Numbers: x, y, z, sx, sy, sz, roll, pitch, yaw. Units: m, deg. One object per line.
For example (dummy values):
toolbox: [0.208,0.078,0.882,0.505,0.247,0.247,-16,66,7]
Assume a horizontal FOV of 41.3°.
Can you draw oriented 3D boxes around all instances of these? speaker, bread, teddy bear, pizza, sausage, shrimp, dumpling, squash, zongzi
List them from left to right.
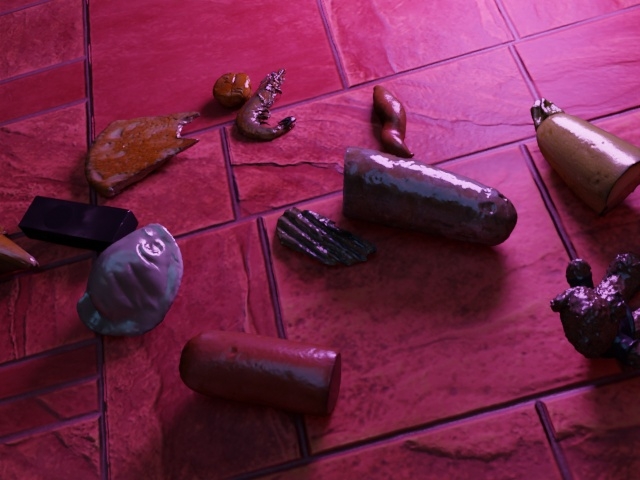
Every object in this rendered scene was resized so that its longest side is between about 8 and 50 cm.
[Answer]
zongzi: [-0.649,0.052,1.590,0.197,0.099,0.194,34,69,23]
speaker: [-0.465,-0.032,1.629,0.218,0.044,0.082,10,58,20]
dumpling: [-0.330,0.074,1.500,0.219,0.153,0.108,-49,15,-3]
pizza: [-0.359,-0.194,1.725,0.262,0.034,0.181,-25,54,-4]
bread: [-0.179,-0.312,1.758,0.083,0.046,0.081,23,66,25]
sausage: [-0.097,0.204,1.337,0.259,0.113,0.113,8,58,17]
shrimp: [-0.091,-0.274,1.719,0.124,0.034,0.178,26,66,24]
squash: [0.447,-0.145,1.468,0.137,0.137,0.287,-31,40,-9]
teddy bear: [0.429,0.115,1.258,0.251,0.129,0.182,-7,44,-42]

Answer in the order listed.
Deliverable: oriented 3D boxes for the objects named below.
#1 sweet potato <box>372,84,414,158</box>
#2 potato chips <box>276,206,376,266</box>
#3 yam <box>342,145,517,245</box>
sweet potato: [0.135,-0.233,1.622,0.055,0.058,0.202,-1,52,-12]
potato chips: [0.000,0.000,1.507,0.207,0.028,0.092,30,68,31]
yam: [0.173,-0.068,1.459,0.330,0.133,0.133,17,61,20]
